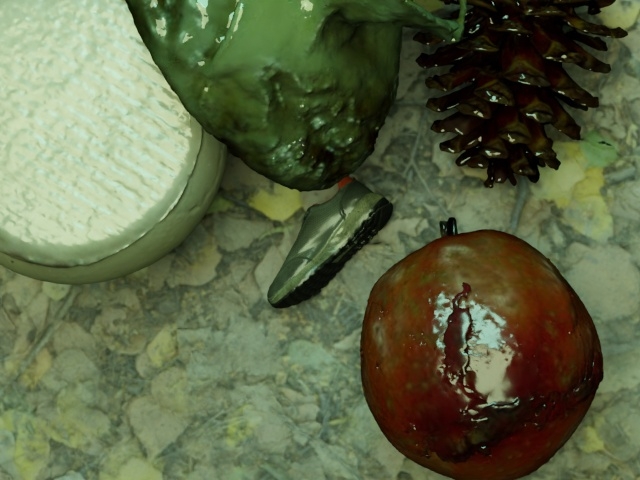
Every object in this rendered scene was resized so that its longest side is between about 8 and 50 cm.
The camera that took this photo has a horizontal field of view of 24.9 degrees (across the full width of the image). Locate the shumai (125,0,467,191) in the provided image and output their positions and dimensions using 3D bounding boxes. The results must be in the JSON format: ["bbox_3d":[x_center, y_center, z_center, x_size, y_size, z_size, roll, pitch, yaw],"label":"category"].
[{"bbox_3d":[-0.003,-0.294,1.610,0.348,0.395,0.395,-36,83,26],"label":"shumai"}]

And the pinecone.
[{"bbox_3d":[0.228,-0.204,1.704,0.246,0.246,0.292,9,107,9],"label":"pinecone"}]

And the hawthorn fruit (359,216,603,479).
[{"bbox_3d":[0.182,0.140,1.667,0.315,0.316,0.316,0,87,8],"label":"hawthorn fruit"}]

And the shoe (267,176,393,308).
[{"bbox_3d":[-0.001,0.001,1.801,0.194,0.074,0.077,-44,71,2],"label":"shoe"}]

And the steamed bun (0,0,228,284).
[{"bbox_3d":[-0.287,-0.129,1.756,0.374,0.241,0.375,-1,83,6],"label":"steamed bun"}]
